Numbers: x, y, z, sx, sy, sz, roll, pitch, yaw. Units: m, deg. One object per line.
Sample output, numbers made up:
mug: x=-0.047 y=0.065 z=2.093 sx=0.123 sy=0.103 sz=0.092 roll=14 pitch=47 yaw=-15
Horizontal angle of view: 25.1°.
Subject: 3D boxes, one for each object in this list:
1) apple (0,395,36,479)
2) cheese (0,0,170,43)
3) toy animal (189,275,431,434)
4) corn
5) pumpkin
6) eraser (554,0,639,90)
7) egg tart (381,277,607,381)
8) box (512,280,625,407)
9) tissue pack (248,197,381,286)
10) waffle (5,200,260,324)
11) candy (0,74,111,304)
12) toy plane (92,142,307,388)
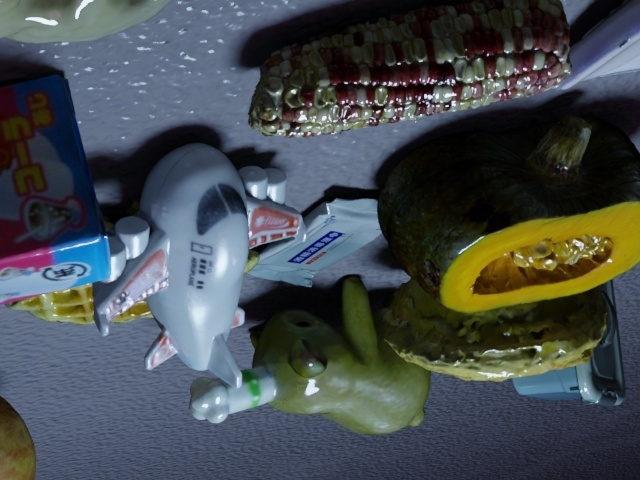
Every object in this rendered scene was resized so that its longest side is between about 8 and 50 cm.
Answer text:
apple: x=-0.446 y=0.270 z=1.699 sx=0.211 sy=0.211 sz=0.188 roll=-23 pitch=180 yaw=13
cheese: x=-0.222 y=-0.216 z=0.785 sx=0.351 sy=0.129 sz=0.328 roll=-11 pitch=160 yaw=-22
toy animal: x=-0.007 y=0.145 z=1.800 sx=0.181 sy=0.180 sz=0.363 roll=-37 pitch=145 yaw=26
corn: x=0.076 y=-0.149 z=1.236 sx=0.290 sy=0.098 sz=0.098 roll=-12 pitch=158 yaw=-5
pumpkin: x=0.227 y=-0.039 z=1.540 sx=0.317 sy=0.139 sz=0.221 roll=-5 pitch=144 yaw=-24
eraser: x=0.346 y=-0.218 z=1.319 sx=0.204 sy=0.059 sz=0.243 roll=-9 pitch=161 yaw=-21
egg tart: x=0.208 y=0.062 z=1.722 sx=0.294 sy=0.123 sz=0.294 roll=-4 pitch=-159 yaw=1
box: x=0.328 y=0.110 z=1.901 sx=0.130 sy=0.226 sz=0.162 roll=-12 pitch=165 yaw=27
tissue pack: x=0.000 y=0.000 z=1.628 sx=0.123 sy=0.026 sz=0.193 roll=4 pitch=150 yaw=-43
waffle: x=-0.193 y=0.036 z=1.533 sx=0.250 sy=0.056 sz=0.261 roll=-32 pitch=156 yaw=33
candy: x=-0.334 y=-0.018 z=1.147 sx=0.306 sy=0.157 sz=0.100 roll=-14 pitch=159 yaw=-11
toy plane: x=-0.116 y=0.022 z=1.381 sx=0.252 sy=0.118 sz=0.252 roll=-27 pitch=132 yaw=-34
